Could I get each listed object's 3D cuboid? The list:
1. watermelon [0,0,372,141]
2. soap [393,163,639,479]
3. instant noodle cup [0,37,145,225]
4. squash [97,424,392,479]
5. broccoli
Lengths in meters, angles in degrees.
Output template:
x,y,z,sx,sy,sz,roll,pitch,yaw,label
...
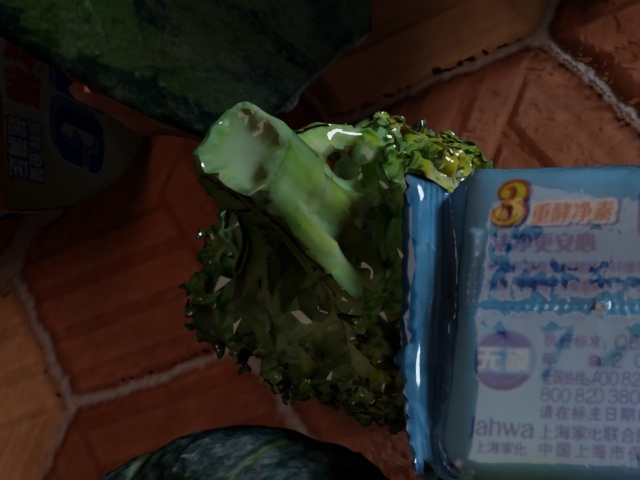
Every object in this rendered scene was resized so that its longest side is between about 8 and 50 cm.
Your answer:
x,y,z,sx,sy,sz,roll,pitch,yaw,label
-0.077,-0.210,0.751,0.250,0.292,0.283,-41,92,19,watermelon
0.176,0.044,0.519,0.293,0.077,0.156,1,72,21,soap
-0.297,-0.109,0.879,0.214,0.296,0.296,-29,53,36,instant noodle cup
-0.041,0.212,0.582,0.252,0.165,0.252,-15,60,27,squash
0.000,0.000,0.638,0.194,0.194,0.220,-43,54,12,broccoli
